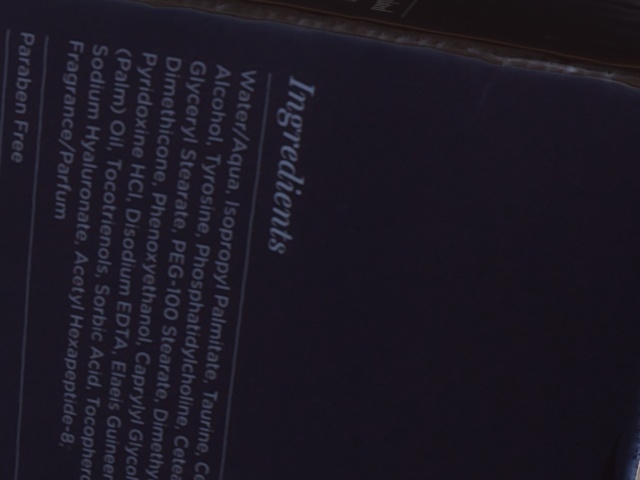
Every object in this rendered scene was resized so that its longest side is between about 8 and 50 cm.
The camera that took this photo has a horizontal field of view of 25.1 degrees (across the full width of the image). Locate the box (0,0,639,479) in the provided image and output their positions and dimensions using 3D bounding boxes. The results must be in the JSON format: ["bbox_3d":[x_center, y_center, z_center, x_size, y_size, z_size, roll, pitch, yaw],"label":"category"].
[{"bbox_3d":[0.000,0.000,0.443,0.203,0.168,0.167,11,108,8],"label":"box"}]
